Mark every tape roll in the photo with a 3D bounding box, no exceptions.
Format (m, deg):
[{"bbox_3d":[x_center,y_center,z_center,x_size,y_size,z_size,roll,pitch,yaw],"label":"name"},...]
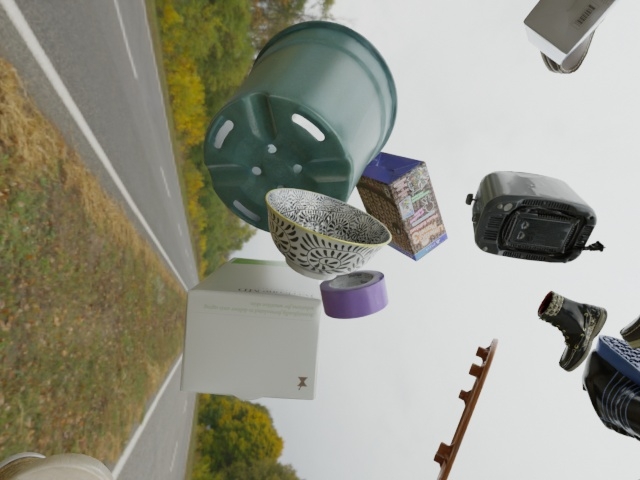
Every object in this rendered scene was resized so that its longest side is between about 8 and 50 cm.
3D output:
[{"bbox_3d":[0.095,0.149,1.164,0.189,0.188,0.080,-155,-127,-71],"label":"tape roll"}]

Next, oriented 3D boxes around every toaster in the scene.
[{"bbox_3d":[0.391,-0.049,0.763,0.146,0.226,0.129,-75,170,-55],"label":"toaster"}]

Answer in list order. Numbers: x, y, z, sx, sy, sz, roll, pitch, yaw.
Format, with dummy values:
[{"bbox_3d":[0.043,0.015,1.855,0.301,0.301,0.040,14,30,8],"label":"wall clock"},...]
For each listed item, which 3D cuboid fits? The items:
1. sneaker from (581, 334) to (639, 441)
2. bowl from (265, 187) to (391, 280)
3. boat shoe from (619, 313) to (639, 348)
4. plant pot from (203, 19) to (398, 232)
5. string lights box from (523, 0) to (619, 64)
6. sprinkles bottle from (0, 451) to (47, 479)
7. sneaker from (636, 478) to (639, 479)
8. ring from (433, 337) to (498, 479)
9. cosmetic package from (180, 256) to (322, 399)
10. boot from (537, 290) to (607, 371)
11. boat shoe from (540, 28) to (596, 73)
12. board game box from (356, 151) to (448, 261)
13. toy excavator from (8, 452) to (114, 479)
[{"bbox_3d":[0.377,0.200,0.470,0.232,0.081,0.091,-48,150,-71],"label":"sneaker"},{"bbox_3d":[0.000,0.000,0.540,0.170,0.170,0.080,-122,-134,-58],"label":"bowl"},{"bbox_3d":[0.338,0.041,0.385,0.049,0.056,0.152,45,-54,25],"label":"boat shoe"},{"bbox_3d":[-0.036,-0.204,0.782,0.334,0.341,0.341,-69,171,-52],"label":"plant pot"},{"bbox_3d":[0.380,-0.343,0.601,0.076,0.259,0.133,42,-58,9],"label":"string lights box"},{"bbox_3d":[-0.458,0.429,0.650,0.355,0.121,0.121,-18,-106,46],"label":"sprinkles bottle"},{"bbox_3d":[0.414,0.297,0.465,0.166,0.076,0.065,-47,-172,3],"label":"sneaker"},{"bbox_3d":[0.257,0.335,0.766,0.032,0.336,0.337,21,-58,25],"label":"ring"},{"bbox_3d":[-0.101,0.132,0.739,0.365,0.196,0.155,-134,-131,-85],"label":"cosmetic package"},{"bbox_3d":[0.775,0.288,1.316,0.085,0.178,0.237,-48,160,-75],"label":"boot"},{"bbox_3d":[0.558,-0.507,0.880,0.097,0.116,0.324,-108,180,-48],"label":"boat shoe"},{"bbox_3d":[0.255,-0.117,1.337,0.232,0.141,0.291,36,-24,58],"label":"board game box"},{"bbox_3d":[-0.388,0.492,0.366,0.222,0.445,0.433,-34,-108,57],"label":"toy excavator"}]
